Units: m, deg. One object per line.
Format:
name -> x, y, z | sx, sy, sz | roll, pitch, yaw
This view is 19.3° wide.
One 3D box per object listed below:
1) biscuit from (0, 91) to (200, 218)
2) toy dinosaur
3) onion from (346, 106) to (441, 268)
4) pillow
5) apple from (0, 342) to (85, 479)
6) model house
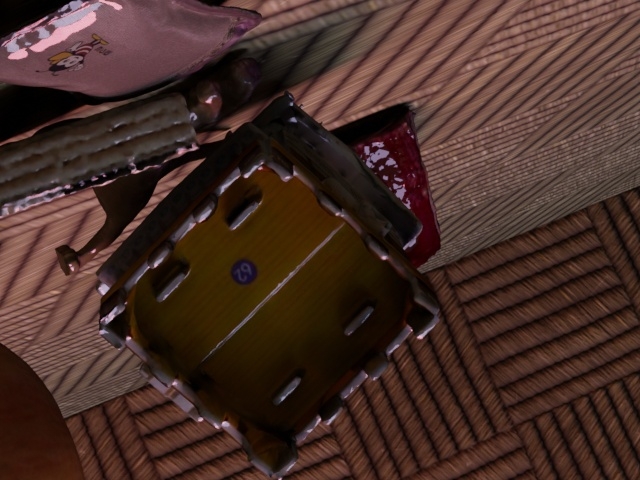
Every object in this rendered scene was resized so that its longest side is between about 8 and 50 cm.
biscuit -> -0.203, -0.042, 1.230 | 0.252, 0.052, 0.150 | -19, -176, -1
toy dinosaur -> -0.126, -0.056, 1.424 | 0.200, 0.072, 0.251 | -33, 165, -15
onion -> 0.000, 0.000, 1.916 | 0.280, 0.146, 0.314 | -29, 175, -1
pillow -> -0.119, -0.117, 1.106 | 0.130, 0.038, 0.232 | -23, 173, 15
apple -> -0.385, 0.253, 1.594 | 0.346, 0.391, 0.391 | -12, 167, -36
model house -> -0.042, 0.029, 1.433 | 0.224, 0.198, 0.215 | -47, -165, 7
